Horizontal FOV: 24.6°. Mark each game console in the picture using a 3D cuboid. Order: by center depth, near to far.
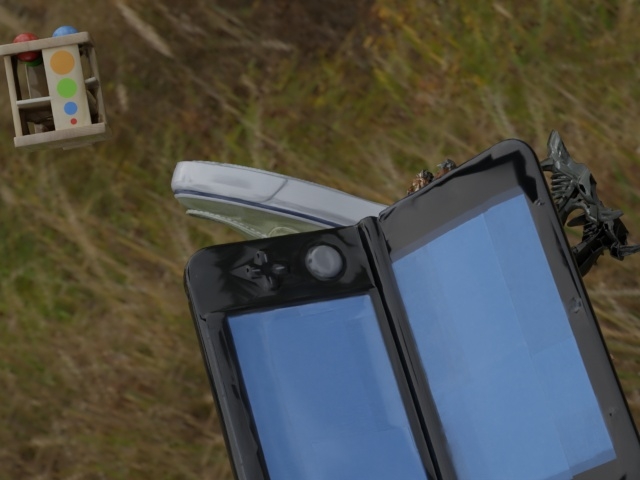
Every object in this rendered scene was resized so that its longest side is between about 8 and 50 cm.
[{"bbox_3d":[0.060,0.094,1.101,0.173,0.250,0.293,124,134,-59],"label":"game console"}]

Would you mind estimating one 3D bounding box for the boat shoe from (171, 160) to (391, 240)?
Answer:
[{"bbox_3d":[0.000,0.000,1.356,0.302,0.109,0.094,16,87,8],"label":"boat shoe"}]

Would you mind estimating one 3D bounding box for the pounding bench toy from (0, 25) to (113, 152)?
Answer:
[{"bbox_3d":[-0.153,-0.088,0.861,0.083,0.052,0.065,172,88,-87],"label":"pounding bench toy"}]

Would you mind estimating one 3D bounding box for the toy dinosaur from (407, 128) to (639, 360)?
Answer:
[{"bbox_3d":[0.222,0.017,1.601,0.218,0.164,0.322,-38,71,5],"label":"toy dinosaur"}]
